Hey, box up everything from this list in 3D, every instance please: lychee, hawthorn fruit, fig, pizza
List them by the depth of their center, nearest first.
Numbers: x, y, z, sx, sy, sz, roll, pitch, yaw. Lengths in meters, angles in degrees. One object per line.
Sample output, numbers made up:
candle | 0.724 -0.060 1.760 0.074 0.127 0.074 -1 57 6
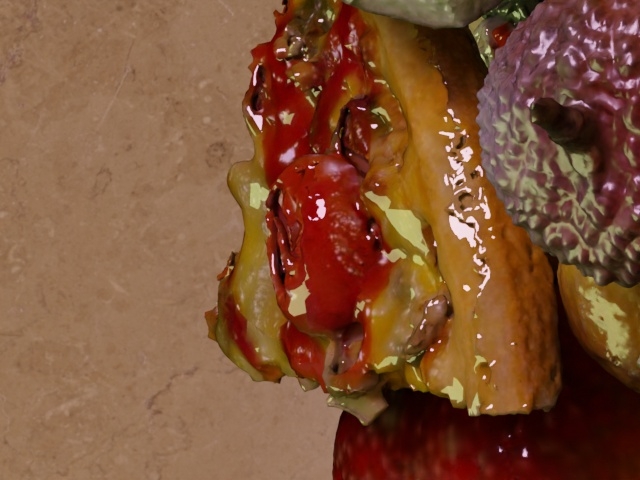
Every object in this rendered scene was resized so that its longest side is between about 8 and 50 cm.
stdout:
lychee | 0.158 -0.055 0.864 0.197 0.165 0.165 -18 -107 -52
fig | 0.210 -0.037 1.015 0.159 0.159 0.257 -114 13 -70
pizza | 0.000 0.000 1.210 0.130 0.406 0.440 3 -126 -28
hawthorn fruit | 0.213 0.198 1.329 0.403 0.403 0.403 57 -177 -5

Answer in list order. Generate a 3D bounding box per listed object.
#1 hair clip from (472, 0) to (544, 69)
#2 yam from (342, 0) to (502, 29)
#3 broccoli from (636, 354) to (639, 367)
hair clip | 0.112 -0.255 1.454 0.321 0.091 0.138 55 -179 -12
yam | 0.034 -0.254 1.032 0.202 0.201 0.271 54 178 -38
broccoli | 0.209 -0.020 0.609 0.198 0.177 0.274 -1 -96 -47
